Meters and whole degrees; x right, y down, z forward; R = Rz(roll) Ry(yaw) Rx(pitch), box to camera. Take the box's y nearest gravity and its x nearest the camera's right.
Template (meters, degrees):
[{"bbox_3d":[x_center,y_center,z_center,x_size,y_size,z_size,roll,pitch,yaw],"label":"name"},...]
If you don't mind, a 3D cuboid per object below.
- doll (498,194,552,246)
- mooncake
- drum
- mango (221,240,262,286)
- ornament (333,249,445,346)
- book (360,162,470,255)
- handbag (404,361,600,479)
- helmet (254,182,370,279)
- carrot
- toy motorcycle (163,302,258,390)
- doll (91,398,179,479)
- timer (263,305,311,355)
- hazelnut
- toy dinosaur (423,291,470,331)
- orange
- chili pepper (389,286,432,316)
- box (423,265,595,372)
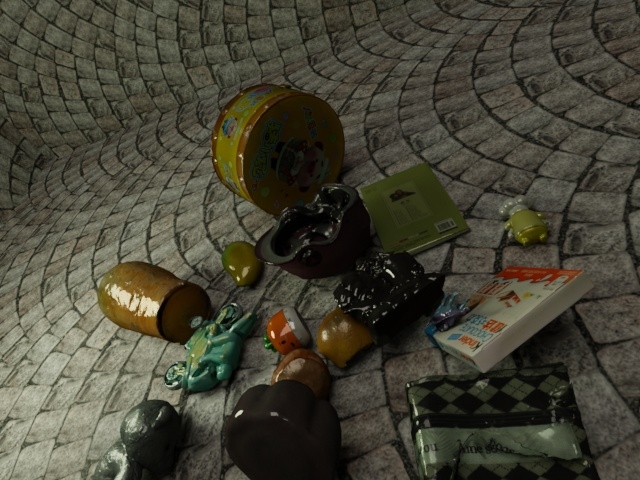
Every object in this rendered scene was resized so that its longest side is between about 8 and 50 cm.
[{"bbox_3d":[0.517,-0.053,1.165,0.106,0.062,0.162,-16,43,11],"label":"doll"},{"bbox_3d":[-0.072,0.403,0.934,0.245,0.244,0.133,-12,22,20],"label":"mooncake"},{"bbox_3d":[-0.136,-0.305,1.540,0.431,0.431,0.214,-43,45,-14],"label":"drum"},{"bbox_3d":[-0.250,0.072,1.491,0.122,0.085,0.191,-32,49,-17],"label":"mango"},{"bbox_3d":[0.141,0.106,1.123,0.251,0.106,0.260,-31,40,-22],"label":"ornament"},{"bbox_3d":[0.270,-0.095,1.377,0.240,0.035,0.352,-22,41,7],"label":"book"},{"bbox_3d":[0.324,0.422,0.732,0.317,0.180,0.415,-8,43,7],"label":"handbag"},{"bbox_3d":[0.000,0.000,1.321,0.338,0.197,0.271,-38,32,2],"label":"helmet"},{"bbox_3d":[-0.530,0.188,1.430,0.341,0.224,0.224,12,56,35],"label":"carrot"},{"bbox_3d":[-0.296,0.301,1.266,0.199,0.109,0.296,16,60,38],"label":"toy motorcycle"},{"bbox_3d":[-0.451,0.546,1.110,0.340,0.158,0.246,-63,17,-13],"label":"doll"},{"bbox_3d":[-0.096,0.244,1.206,0.136,0.099,0.136,-20,29,12],"label":"timer"},{"bbox_3d":[-0.054,0.326,1.074,0.151,0.150,0.150,-17,42,16],"label":"hazelnut"},{"bbox_3d":[0.273,0.156,0.985,0.045,0.197,0.080,38,67,2],"label":"toy dinosaur"},{"bbox_3d":[0.062,0.224,1.132,0.160,0.112,0.169,-6,35,27],"label":"orange"},{"bbox_3d":[0.196,0.147,1.164,0.182,0.050,0.073,5,31,24],"label":"chili pepper"},{"bbox_3d":[0.368,0.147,0.947,0.265,0.048,0.273,-36,3,-6],"label":"box"}]
